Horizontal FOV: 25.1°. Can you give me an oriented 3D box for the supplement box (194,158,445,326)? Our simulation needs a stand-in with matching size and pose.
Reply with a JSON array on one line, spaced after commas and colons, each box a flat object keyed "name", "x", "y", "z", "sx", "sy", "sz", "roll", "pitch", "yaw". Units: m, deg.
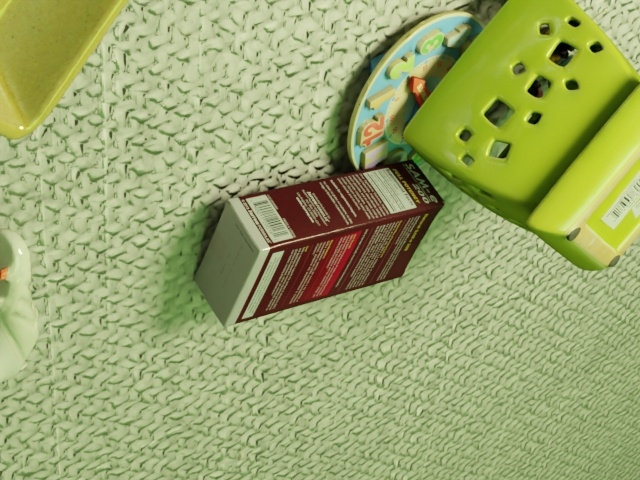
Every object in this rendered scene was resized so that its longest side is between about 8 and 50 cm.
[{"name": "supplement box", "x": 0.000, "y": 0.000, "z": 1.497, "sx": 0.239, "sy": 0.073, "sz": 0.130, "roll": -13, "pitch": 147, "yaw": -34}]

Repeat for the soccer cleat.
[{"name": "soccer cleat", "x": -0.283, "y": 0.057, "z": 1.285, "sx": 0.076, "sy": 0.068, "sz": 0.196, "roll": -22, "pitch": 148, "yaw": -40}]

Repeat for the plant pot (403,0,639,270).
[{"name": "plant pot", "x": 0.261, "y": -0.106, "z": 1.519, "sx": 0.228, "sy": 0.207, "sz": 0.227, "roll": -50, "pitch": 150, "yaw": 6}]

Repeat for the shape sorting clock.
[{"name": "shape sorting clock", "x": 0.108, "y": -0.149, "z": 1.521, "sx": 0.206, "sy": 0.040, "sz": 0.206, "roll": -29, "pitch": 144, "yaw": -24}]

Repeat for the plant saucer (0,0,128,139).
[{"name": "plant saucer", "x": -0.240, "y": -0.260, "z": 0.971, "sx": 0.333, "sy": 0.081, "sz": 0.333, "roll": -53, "pitch": 148, "yaw": 10}]

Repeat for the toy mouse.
[{"name": "toy mouse", "x": 0.259, "y": -0.187, "z": 1.660, "sx": 0.161, "sy": 0.031, "sz": 0.143, "roll": -32, "pitch": 145, "yaw": -20}]
